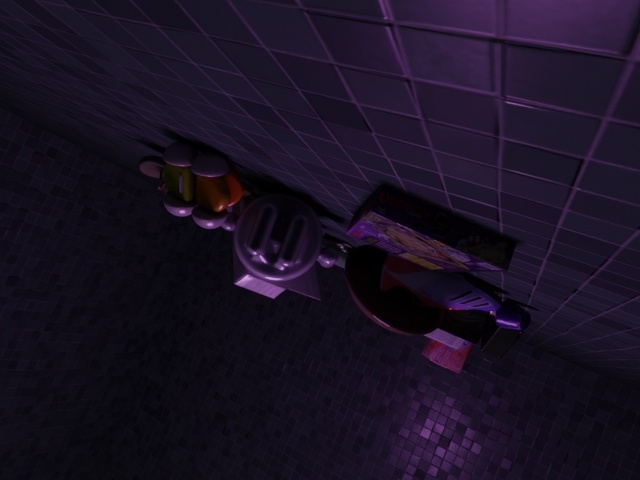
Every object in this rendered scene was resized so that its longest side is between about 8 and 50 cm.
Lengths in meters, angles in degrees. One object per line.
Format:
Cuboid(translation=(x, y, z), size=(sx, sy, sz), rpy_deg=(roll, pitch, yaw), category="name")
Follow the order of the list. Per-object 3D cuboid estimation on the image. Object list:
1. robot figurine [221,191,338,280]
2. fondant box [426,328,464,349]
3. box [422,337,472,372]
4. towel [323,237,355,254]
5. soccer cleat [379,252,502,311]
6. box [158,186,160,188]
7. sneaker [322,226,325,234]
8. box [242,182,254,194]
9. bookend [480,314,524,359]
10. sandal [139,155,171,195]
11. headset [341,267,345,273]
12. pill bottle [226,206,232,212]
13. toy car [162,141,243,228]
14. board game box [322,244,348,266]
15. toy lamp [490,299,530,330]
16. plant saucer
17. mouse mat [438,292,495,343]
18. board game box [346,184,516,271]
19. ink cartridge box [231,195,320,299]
Cuboid(translation=(-0.100, -0.003, 1.160), size=(0.300, 0.200, 0.353), rpy_deg=(24, 175, -1), category="robot figurine")
Cuboid(translation=(0.282, 0.178, 1.479), size=(0.330, 0.096, 0.238), rpy_deg=(27, -161, -22), category="fondant box")
Cuboid(translation=(0.486, 0.334, 1.746), size=(0.122, 0.257, 0.128), rpy_deg=(25, 175, 1), category="box")
Cuboid(translation=(0.000, 0.000, 1.760), size=(0.325, 0.038, 0.248), rpy_deg=(19, 175, 27), category="towel")
Cuboid(translation=(0.288, 0.120, 1.152), size=(0.318, 0.116, 0.108), rpy_deg=(25, 174, -14), category="soccer cleat")
Cuboid(translation=(-0.459, -0.179, 1.613), size=(0.113, 0.094, 0.275), rpy_deg=(25, 176, -11), category="box")
Cuboid(translation=(-0.045, -0.035, 1.407), size=(0.053, 0.061, 0.152), rpy_deg=(17, 173, 44), category="sneaker")
Cuboid(translation=(-0.283, -0.170, 1.285), size=(0.201, 0.021, 0.164), rpy_deg=(25, 175, -16), category="box")
Cuboid(translation=(0.614, 0.288, 1.625), size=(0.072, 0.156, 0.157), rpy_deg=(23, -141, 4), category="bookend")
Cuboid(translation=(-0.374, -0.152, 1.265), size=(0.302, 0.086, 0.120), rpy_deg=(21, 175, 29), category="sandal")
Cuboid(translation=(0.265, 0.179, 2.134), size=(0.394, 0.185, 0.243), rpy_deg=(44, 162, -29), category="headset")
Cuboid(translation=(-0.288, -0.093, 1.572), size=(0.121, 0.121, 0.216), rpy_deg=(24, 175, 0), category="pill bottle")
Cuboid(translation=(-0.247, -0.126, 1.027), size=(0.182, 0.159, 0.136), rpy_deg=(21, -149, 22), category="toy car")
Cuboid(translation=(0.074, 0.069, 1.710), size=(0.317, 0.046, 0.213), rpy_deg=(22, 177, -20), category="board game box")
Cuboid(translation=(0.440, 0.177, 1.319), size=(0.080, 0.080, 0.274), rpy_deg=(27, 175, -40), category="toy lamp")
Cuboid(translation=(0.176, 0.123, 1.178), size=(0.278, 0.041, 0.278), rpy_deg=(21, -143, -16), category="plant saucer")
Cuboid(translation=(0.337, 0.164, 1.234), size=(0.189, 0.153, 0.007), rpy_deg=(22, 157, 19), category="mouse mat")
Cuboid(translation=(0.161, -0.005, 0.823), size=(0.208, 0.056, 0.347), rpy_deg=(20, 175, -2), category="board game box")
Cuboid(translation=(-0.133, 0.032, 1.405), size=(0.261, 0.066, 0.296), rpy_deg=(26, -141, -35), category="ink cartridge box")
